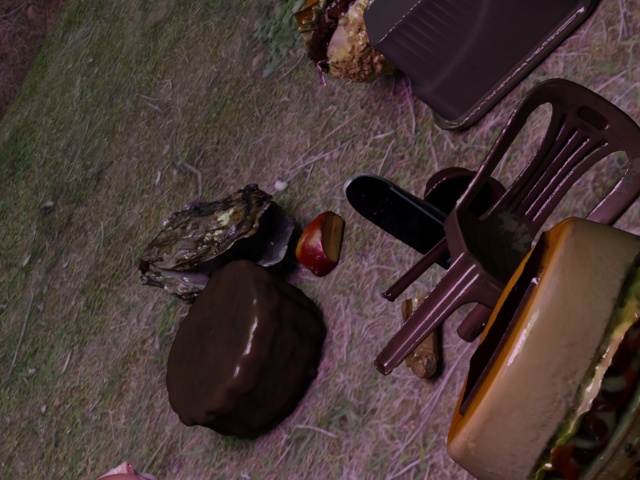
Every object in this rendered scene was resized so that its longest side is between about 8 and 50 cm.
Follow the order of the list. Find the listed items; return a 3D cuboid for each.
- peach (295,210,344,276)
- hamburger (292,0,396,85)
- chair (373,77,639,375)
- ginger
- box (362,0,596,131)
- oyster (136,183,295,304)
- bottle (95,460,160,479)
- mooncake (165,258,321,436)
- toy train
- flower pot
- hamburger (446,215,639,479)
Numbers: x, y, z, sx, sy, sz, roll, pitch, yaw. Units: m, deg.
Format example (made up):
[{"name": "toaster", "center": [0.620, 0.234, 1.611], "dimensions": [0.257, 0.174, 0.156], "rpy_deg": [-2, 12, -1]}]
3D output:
[{"name": "peach", "center": [0.000, 0.000, 2.231], "dimensions": [0.083, 0.050, 0.077], "rpy_deg": [-53, 30, 2]}, {"name": "hamburger", "center": [0.079, -0.303, 2.246], "dimensions": [0.243, 0.138, 0.261], "rpy_deg": [-42, -12, -1]}, {"name": "chair", "center": [0.212, 0.012, 1.758], "dimensions": [0.326, 0.176, 0.183], "rpy_deg": [-53, 19, 23]}, {"name": "ginger", "center": [0.117, 0.106, 1.952], "dimensions": [0.057, 0.044, 0.137], "rpy_deg": [-18, 47, 25]}, {"name": "box", "center": [0.186, -0.285, 2.075], "dimensions": [0.274, 0.178, 0.138], "rpy_deg": [-43, 32, 25]}, {"name": "oyster", "center": [-0.157, 0.018, 2.387], "dimensions": [0.162, 0.158, 0.351], "rpy_deg": [-25, 0, -34]}, {"name": "bottle", "center": [-0.193, 0.356, 1.992], "dimensions": [0.147, 0.236, 0.147], "rpy_deg": [-37, 36, 33]}, {"name": "mooncake", "center": [-0.099, 0.146, 2.172], "dimensions": [0.228, 0.124, 0.228], "rpy_deg": [-37, 40, 39]}, {"name": "toy train", "center": [0.114, -0.016, 1.869], "dimensions": [0.052, 0.234, 0.051], "rpy_deg": [-53, 27, 11]}, {"name": "flower pot", "center": [0.163, -0.044, 1.967], "dimensions": [0.111, 0.111, 0.089], "rpy_deg": [-51, 17, 13]}, {"name": "hamburger", "center": [0.239, 0.125, 1.556], "dimensions": [0.300, 0.176, 0.300], "rpy_deg": [-156, 90, -90]}]
